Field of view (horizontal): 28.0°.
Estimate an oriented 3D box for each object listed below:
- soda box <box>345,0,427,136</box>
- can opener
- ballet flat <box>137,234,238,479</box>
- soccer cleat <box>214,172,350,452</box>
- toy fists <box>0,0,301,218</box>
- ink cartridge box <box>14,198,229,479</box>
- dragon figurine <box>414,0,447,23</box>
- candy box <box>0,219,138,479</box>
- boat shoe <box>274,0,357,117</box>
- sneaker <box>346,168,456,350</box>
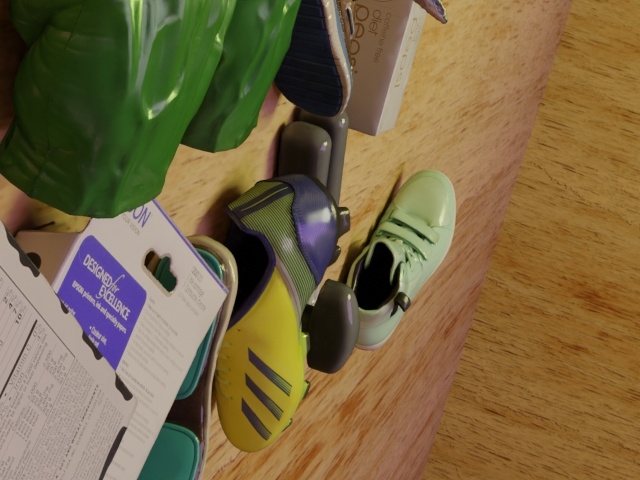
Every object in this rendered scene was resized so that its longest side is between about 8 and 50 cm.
[{"bbox_3d":[0.056,-0.207,1.142,0.074,0.069,0.216,-35,141,-69],"label":"soda box"},{"bbox_3d":[0.000,0.000,1.181,0.074,0.093,0.280,-56,156,-45],"label":"can opener"},{"bbox_3d":[-0.114,0.117,0.903,0.086,0.086,0.248,34,75,-77],"label":"ballet flat"},{"bbox_3d":[-0.062,0.069,1.071,0.121,0.093,0.289,-17,136,-36],"label":"soccer cleat"},{"bbox_3d":[-0.078,-0.117,0.670,0.142,0.096,0.279,-65,171,21],"label":"toy fists"},{"bbox_3d":[-0.140,0.080,0.752,0.208,0.045,0.206,-64,159,-17],"label":"ink cartridge box"},{"bbox_3d":[0.025,-0.260,0.649,0.144,0.289,0.085,-31,159,-2],"label":"dragon figurine"},{"bbox_3d":[-0.158,0.020,0.363,0.196,0.165,0.070,77,33,-66],"label":"candy box"},{"bbox_3d":[0.002,-0.164,0.982,0.183,0.066,0.066,85,26,-61],"label":"boat shoe"},{"bbox_3d":[0.105,0.004,1.575,0.151,0.094,0.256,91,24,-70],"label":"sneaker"}]
